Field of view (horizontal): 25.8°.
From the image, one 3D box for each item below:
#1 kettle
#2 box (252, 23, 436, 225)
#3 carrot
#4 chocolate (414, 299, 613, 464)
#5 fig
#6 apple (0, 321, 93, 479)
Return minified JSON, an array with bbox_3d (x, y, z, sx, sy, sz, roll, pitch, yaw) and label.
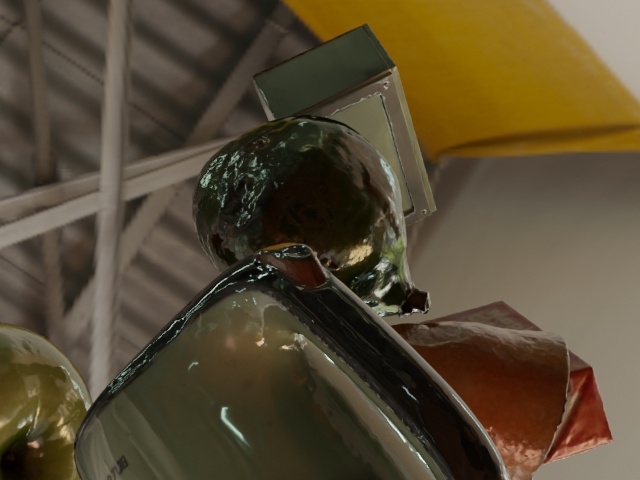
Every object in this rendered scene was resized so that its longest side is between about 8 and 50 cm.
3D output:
[{"bbox_3d":[0.009,0.140,0.668,0.165,0.240,0.255,-16,-120,-38],"label":"kettle"},{"bbox_3d":[0.030,-0.097,1.456,0.129,0.086,0.225,-26,-41,-3],"label":"box"},{"bbox_3d":[0.097,0.138,1.274,0.225,0.159,0.159,13,-93,-10],"label":"carrot"},{"bbox_3d":[0.175,0.171,1.604,0.234,0.237,0.108,-12,-67,-19],"label":"chocolate"},{"bbox_3d":[0.000,0.000,1.300,0.195,0.195,0.245,-47,-70,-21],"label":"fig"},{"bbox_3d":[-0.361,0.209,1.386,0.279,0.279,0.279,-3,-85,-32],"label":"apple"}]
